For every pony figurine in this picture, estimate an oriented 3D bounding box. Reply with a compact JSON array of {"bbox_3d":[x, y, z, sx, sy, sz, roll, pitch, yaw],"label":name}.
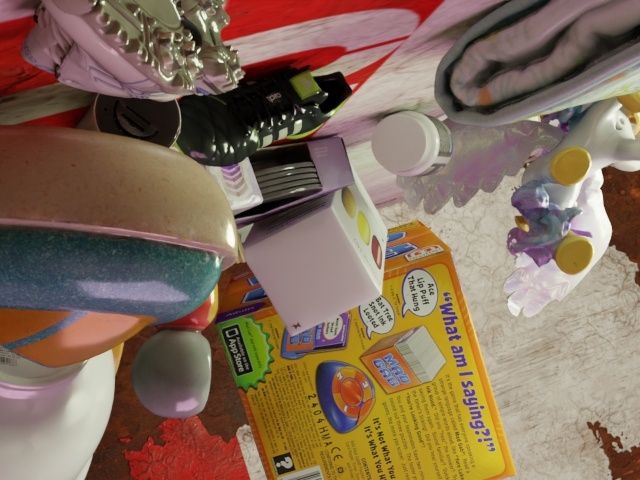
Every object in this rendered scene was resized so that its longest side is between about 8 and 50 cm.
[{"bbox_3d":[0.303,-0.080,1.140,0.351,0.303,0.363,-44,-173,13],"label":"pony figurine"}]

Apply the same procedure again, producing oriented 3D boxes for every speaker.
[{"bbox_3d":[-0.137,-0.064,0.600,0.055,0.055,0.136,-17,177,-27],"label":"speaker"}]

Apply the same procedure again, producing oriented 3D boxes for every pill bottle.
[{"bbox_3d":[0.109,-0.114,1.075,0.078,0.078,0.137,-18,178,19],"label":"pill bottle"}]

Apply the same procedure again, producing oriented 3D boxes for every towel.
[{"bbox_3d":[0.317,-0.189,0.723,0.374,0.090,0.320,-19,177,38],"label":"towel"}]

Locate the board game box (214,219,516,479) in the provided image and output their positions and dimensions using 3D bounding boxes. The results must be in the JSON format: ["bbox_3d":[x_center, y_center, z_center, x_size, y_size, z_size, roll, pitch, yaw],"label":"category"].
[{"bbox_3d":[0.064,0.204,1.465,0.356,0.356,0.356,-17,-172,1],"label":"board game box"}]

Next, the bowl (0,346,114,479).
[{"bbox_3d":[-0.268,0.079,0.688,0.134,0.298,0.298,-41,167,29],"label":"bowl"}]

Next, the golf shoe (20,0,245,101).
[{"bbox_3d":[-0.090,-0.084,0.375,0.086,0.069,0.176,-12,178,7],"label":"golf shoe"}]

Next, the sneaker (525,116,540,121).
[{"bbox_3d":[0.273,-0.167,1.431,0.086,0.064,0.192,-10,176,-11],"label":"sneaker"}]

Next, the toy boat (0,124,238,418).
[{"bbox_3d":[-0.150,0.033,0.571,0.267,0.148,0.318,-3,167,22],"label":"toy boat"}]

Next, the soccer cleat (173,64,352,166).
[{"bbox_3d":[-0.041,-0.097,0.650,0.072,0.060,0.179,-31,178,33],"label":"soccer cleat"}]

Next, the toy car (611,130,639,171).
[{"bbox_3d":[0.487,-0.204,1.411,0.136,0.159,0.182,18,171,-10],"label":"toy car"}]

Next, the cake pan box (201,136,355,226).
[{"bbox_3d":[-0.125,-0.047,1.059,0.267,0.070,0.246,-19,180,37],"label":"cake pan box"}]

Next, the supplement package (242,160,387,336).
[{"bbox_3d":[0.000,0.000,1.216,0.134,0.139,0.244,-26,-164,14],"label":"supplement package"}]

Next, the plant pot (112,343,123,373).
[{"bbox_3d":[-0.325,0.069,0.924,0.188,0.205,0.205,3,166,-34],"label":"plant pot"}]

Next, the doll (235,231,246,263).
[{"bbox_3d":[-0.184,0.030,1.018,0.189,0.046,0.129,-16,178,4],"label":"doll"}]

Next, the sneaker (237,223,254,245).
[{"bbox_3d":[-0.095,-0.012,1.546,0.281,0.115,0.105,-16,178,-34],"label":"sneaker"}]
